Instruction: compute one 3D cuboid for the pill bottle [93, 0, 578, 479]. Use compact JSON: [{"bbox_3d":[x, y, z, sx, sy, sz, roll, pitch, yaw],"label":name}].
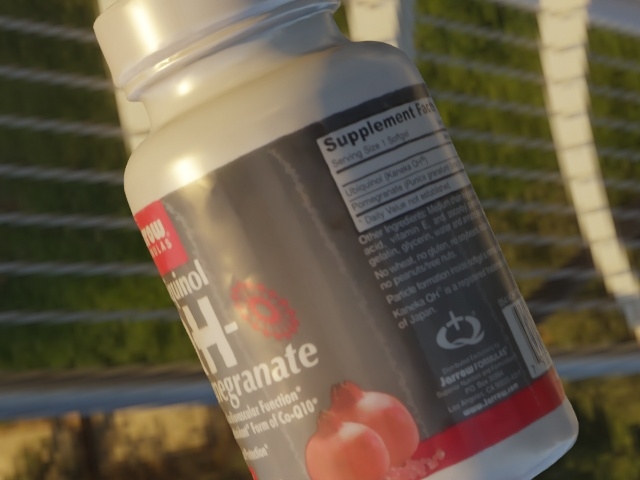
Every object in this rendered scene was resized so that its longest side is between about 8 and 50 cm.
[{"bbox_3d":[0.000,0.000,1.069,0.176,0.318,0.176,-25,179,-1],"label":"pill bottle"}]
